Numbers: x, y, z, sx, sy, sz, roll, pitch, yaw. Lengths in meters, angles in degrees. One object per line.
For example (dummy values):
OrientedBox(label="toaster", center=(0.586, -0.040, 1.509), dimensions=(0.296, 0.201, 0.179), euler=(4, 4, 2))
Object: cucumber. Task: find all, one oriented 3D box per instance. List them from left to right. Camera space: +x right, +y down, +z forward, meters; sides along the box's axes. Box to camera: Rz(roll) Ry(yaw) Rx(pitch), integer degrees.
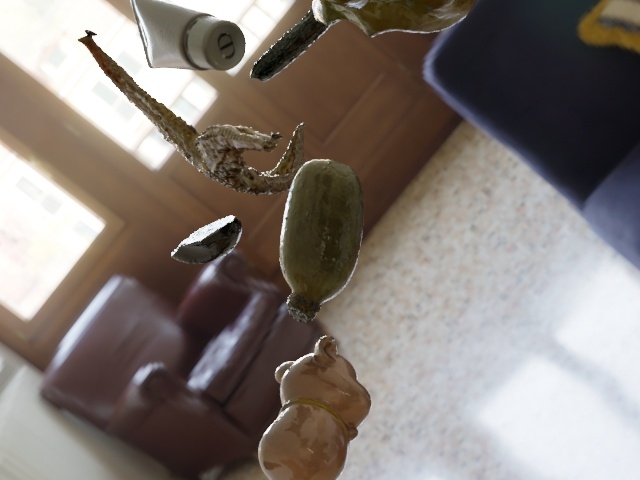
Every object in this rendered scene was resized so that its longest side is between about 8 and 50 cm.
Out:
OrientedBox(label="cucumber", center=(-0.012, -0.326, 1.896), dimensions=(0.257, 0.043, 0.044), euler=(-41, 17, 16))

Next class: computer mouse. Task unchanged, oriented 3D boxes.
OrientedBox(label="computer mouse", center=(-0.161, 0.006, 1.832), dimensions=(0.135, 0.047, 0.079), euler=(-17, 17, 41))

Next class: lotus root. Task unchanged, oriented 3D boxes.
OrientedBox(label="lotus root", center=(0.000, 0.000, 1.380), dimensions=(0.077, 0.090, 0.183), euler=(128, 154, -74))

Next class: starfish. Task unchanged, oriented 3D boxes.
OrientedBox(label="starfish", center=(-0.151, -0.159, 1.793), dimensions=(0.132, 0.384, 0.398), euler=(-59, -23, 7))

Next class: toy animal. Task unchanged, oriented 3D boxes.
OrientedBox(label="toy animal", center=(-0.013, 0.282, 1.872), dimensions=(0.165, 0.149, 0.248), euler=(-28, 39, 42))

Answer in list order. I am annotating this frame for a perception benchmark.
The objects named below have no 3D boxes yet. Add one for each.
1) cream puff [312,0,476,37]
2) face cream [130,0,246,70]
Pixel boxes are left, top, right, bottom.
OrientedBox(label="cream puff", center=(0.017, -0.282, 0.935), dimensions=(0.185, 0.282, 0.282), euler=(-5, 44, 47))
OrientedBox(label="face cream", center=(-0.235, -0.334, 2.071), dimensions=(0.089, 0.143, 0.314), euler=(-27, 27, -28))
